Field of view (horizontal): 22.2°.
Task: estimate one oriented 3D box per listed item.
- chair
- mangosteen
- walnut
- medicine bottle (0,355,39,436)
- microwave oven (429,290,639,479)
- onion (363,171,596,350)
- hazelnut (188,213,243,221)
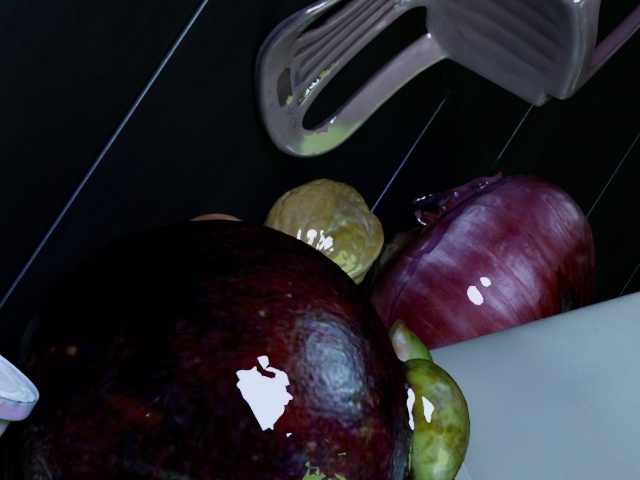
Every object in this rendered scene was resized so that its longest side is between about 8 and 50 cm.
[{"bbox_3d":[0.119,-0.175,1.271,0.326,0.183,0.176,-50,157,-25],"label":"chair"},{"bbox_3d":[-0.061,0.132,1.090,0.330,0.330,0.330,-47,156,-28],"label":"mangosteen"},{"bbox_3d":[0.000,0.000,1.359,0.124,0.105,0.105,-49,159,-47],"label":"walnut"},{"bbox_3d":[-0.319,0.248,0.971,0.426,0.108,0.108,-59,159,4],"label":"medicine bottle"},{"bbox_3d":[0.216,0.277,1.454,0.333,0.247,0.394,-14,141,-11],"label":"microwave oven"},{"bbox_3d":[0.159,0.107,1.602,0.348,0.285,0.347,-51,176,-5],"label":"onion"},{"bbox_3d":[-0.084,0.019,1.234,0.086,0.086,0.086,-47,156,-28],"label":"hazelnut"}]
